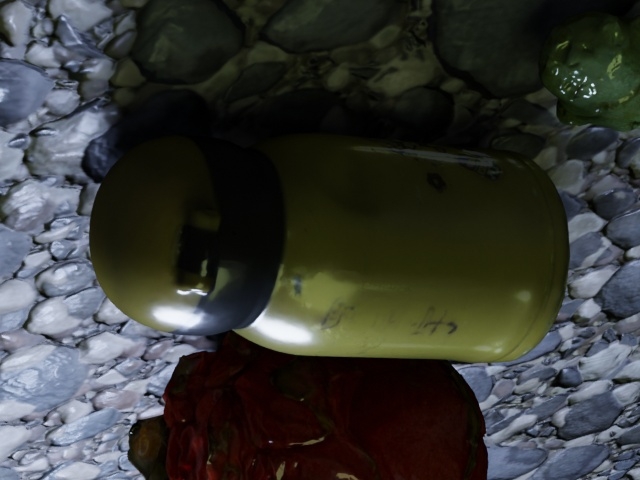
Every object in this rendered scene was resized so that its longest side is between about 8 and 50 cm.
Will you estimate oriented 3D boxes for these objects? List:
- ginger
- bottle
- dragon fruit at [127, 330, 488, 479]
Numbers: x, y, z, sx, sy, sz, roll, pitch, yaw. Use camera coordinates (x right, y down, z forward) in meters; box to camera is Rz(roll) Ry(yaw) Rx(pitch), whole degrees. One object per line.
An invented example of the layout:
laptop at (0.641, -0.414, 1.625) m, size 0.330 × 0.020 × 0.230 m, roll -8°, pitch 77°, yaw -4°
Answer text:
ginger at (0.295, -0.141, 1.210) m, size 0.290 × 0.089 × 0.137 m, roll -8°, pitch 164°, yaw -11°
bottle at (0.000, 0.000, 1.184) m, size 0.351 × 0.171 × 0.171 m, roll 6°, pitch 140°, yaw -31°
dragon fruit at (0.005, 0.189, 1.366) m, size 0.342 × 0.277 × 0.277 m, roll 7°, pitch 139°, yaw -34°
